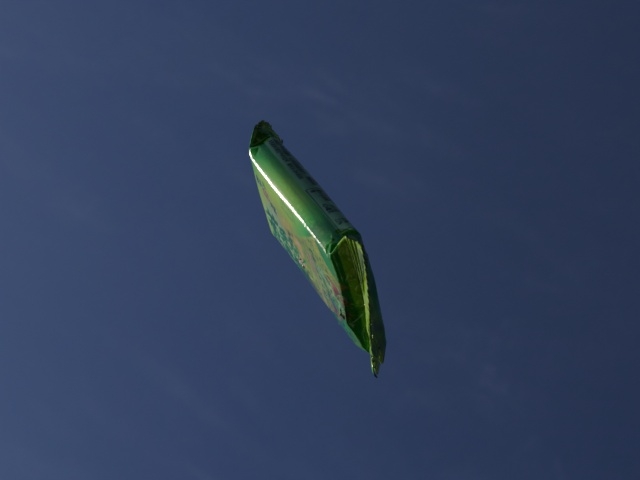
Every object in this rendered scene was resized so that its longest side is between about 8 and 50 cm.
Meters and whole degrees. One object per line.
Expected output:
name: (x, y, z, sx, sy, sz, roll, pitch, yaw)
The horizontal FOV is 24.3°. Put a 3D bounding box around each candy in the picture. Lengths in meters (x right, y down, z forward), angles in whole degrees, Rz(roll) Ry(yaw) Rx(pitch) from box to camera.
candy: (-0.001, 0.000, 0.967, 0.032, 0.178, 0.102, -25, -53, -9)
